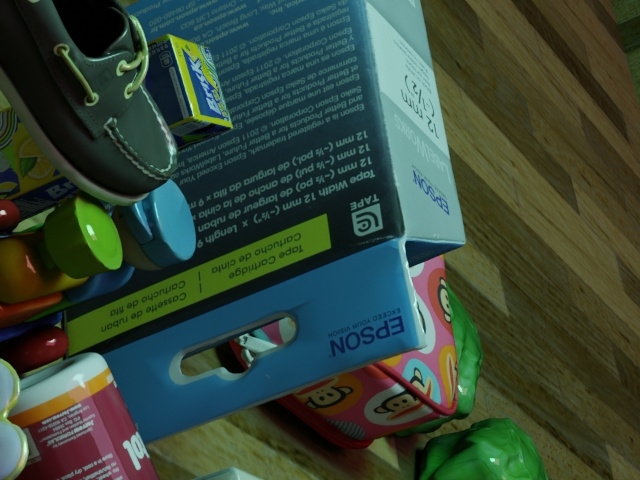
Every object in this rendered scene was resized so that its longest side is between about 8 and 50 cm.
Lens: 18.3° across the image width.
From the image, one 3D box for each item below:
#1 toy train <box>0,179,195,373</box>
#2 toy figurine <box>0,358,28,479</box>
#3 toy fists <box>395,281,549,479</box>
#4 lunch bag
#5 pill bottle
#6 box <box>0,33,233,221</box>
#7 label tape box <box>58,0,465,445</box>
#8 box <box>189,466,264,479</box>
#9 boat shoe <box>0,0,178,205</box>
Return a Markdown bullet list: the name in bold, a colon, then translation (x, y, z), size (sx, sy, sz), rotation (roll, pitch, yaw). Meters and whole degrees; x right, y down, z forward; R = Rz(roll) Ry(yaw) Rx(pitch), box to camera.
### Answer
- **toy train**: translation (-0.176, 0.018, 1.104), size (0.105, 0.143, 0.248), rotation (68, 21, 3)
- **toy figurine**: translation (-0.254, 0.198, 0.778), size (0.217, 0.191, 0.363), rotation (15, 60, -37)
- **toy fists**: translation (0.119, 0.163, 1.758), size (0.279, 0.096, 0.142), rotation (64, 11, -5)
- **lunch bag**: translation (0.000, 0.000, 1.586), size (0.258, 0.120, 0.293), rotation (40, 34, -50)
- **pill bottle**: translation (-0.135, 0.149, 1.154), size (0.152, 0.086, 0.086), rotation (66, 21, -6)
- **box**: translation (-0.143, -0.068, 1.233), size (0.054, 0.169, 0.059), rotation (9, 61, -66)
- **label tape box**: translation (-0.043, -0.023, 1.320), size (0.115, 0.249, 0.348), rotation (40, 34, -51)
- **box**: translation (-0.019, 0.242, 1.335), size (0.275, 0.094, 0.113), rotation (36, 38, -55)
- **boat shoe**: translation (-0.132, -0.102, 1.046), size (0.228, 0.068, 0.081), rotation (50, 27, -42)
